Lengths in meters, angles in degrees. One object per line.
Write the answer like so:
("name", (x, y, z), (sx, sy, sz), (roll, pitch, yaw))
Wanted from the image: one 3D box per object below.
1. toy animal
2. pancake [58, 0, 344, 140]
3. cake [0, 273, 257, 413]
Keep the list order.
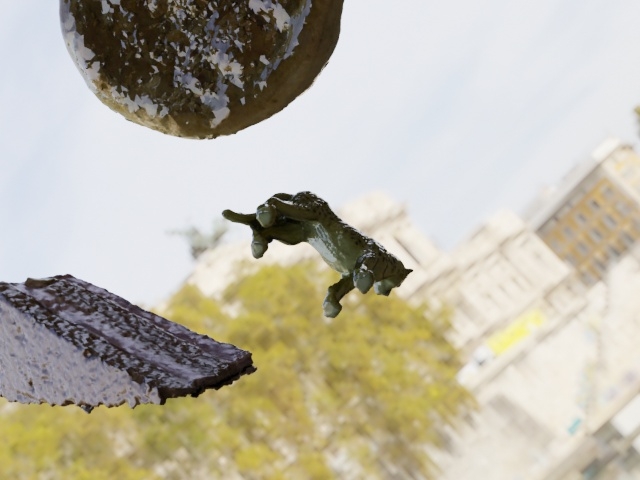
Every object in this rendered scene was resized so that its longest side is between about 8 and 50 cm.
("toy animal", (0.000, 0.000, 1.589), (0.073, 0.181, 0.136), (-60, -10, 27))
("pancake", (-0.158, -0.302, 1.886), (0.382, 0.382, 0.071), (-47, -13, 19))
("cake", (-0.190, 0.092, 1.388), (0.295, 0.112, 0.116), (7, 19, 42))
